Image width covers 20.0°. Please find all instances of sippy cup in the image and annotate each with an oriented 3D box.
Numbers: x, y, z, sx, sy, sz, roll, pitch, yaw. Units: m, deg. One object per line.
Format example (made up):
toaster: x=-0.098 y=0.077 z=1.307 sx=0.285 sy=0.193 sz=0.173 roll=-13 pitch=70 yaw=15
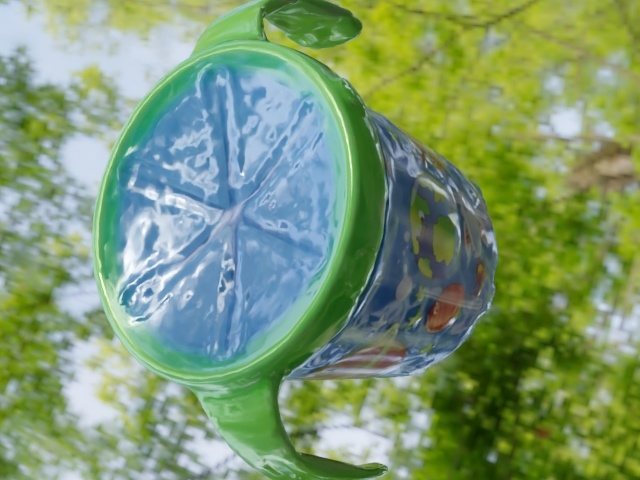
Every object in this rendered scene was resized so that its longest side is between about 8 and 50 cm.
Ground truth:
sippy cup: x=0.000 y=0.000 z=1.258 sx=0.224 sy=0.240 sz=0.305 roll=16 pitch=-79 yaw=-50
